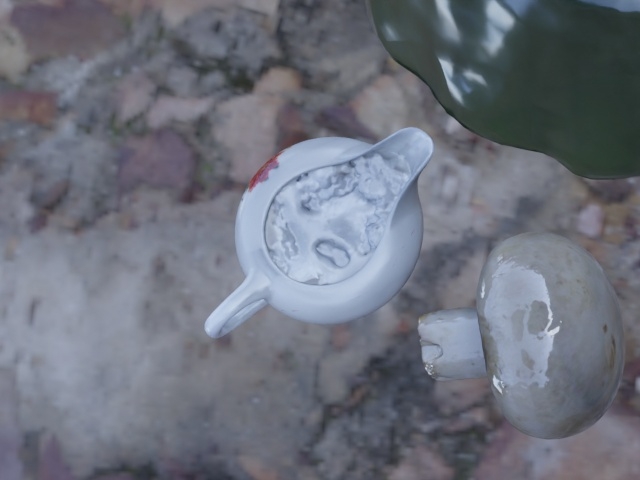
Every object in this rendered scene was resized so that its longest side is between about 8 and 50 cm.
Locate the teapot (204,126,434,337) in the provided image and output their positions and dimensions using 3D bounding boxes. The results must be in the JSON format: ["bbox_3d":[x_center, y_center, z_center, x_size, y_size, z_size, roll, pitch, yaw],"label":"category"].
[{"bbox_3d":[0.000,0.000,1.343,0.226,0.092,0.145,-44,76,-1],"label":"teapot"}]

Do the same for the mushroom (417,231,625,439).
[{"bbox_3d":[0.191,0.095,1.666,0.204,0.204,0.204,-9,77,43],"label":"mushroom"}]

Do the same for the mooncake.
[{"bbox_3d":[0.187,-0.205,0.957,0.356,0.194,0.356,-1,62,1],"label":"mooncake"}]
